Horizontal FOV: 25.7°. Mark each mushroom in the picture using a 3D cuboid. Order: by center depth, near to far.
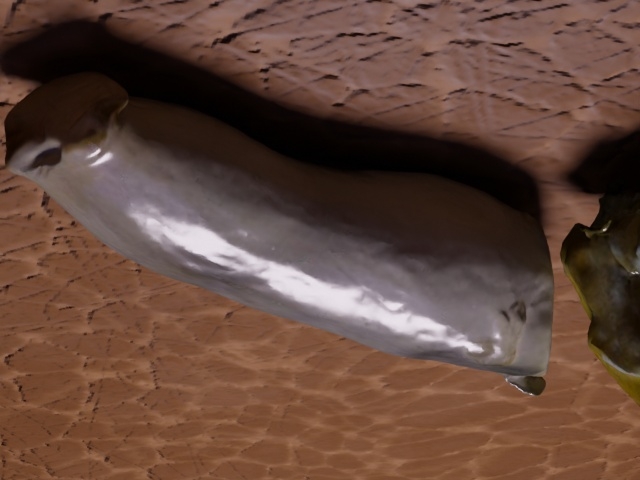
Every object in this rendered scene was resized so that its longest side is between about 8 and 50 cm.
[{"bbox_3d":[-0.002,0.001,0.746,0.351,0.097,0.109,18,150,-27],"label":"mushroom"}]

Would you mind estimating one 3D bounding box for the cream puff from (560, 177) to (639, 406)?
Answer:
[{"bbox_3d":[0.255,0.030,0.729,0.194,0.195,0.221,15,153,-28],"label":"cream puff"}]
